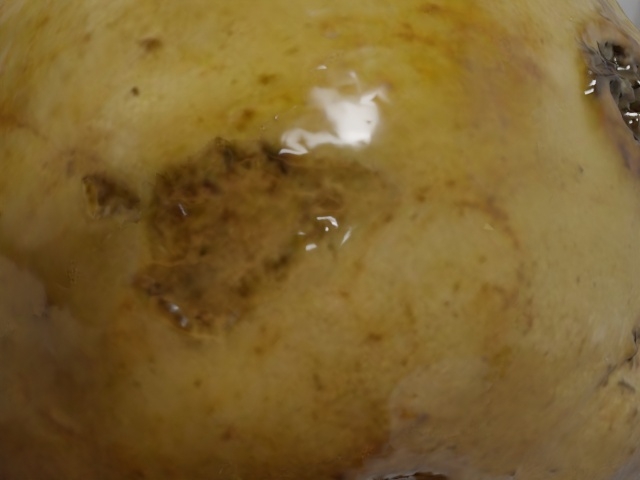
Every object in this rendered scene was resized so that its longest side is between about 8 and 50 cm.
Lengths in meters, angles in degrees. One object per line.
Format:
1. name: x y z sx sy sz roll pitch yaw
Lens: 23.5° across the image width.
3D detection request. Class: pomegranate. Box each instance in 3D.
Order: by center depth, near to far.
1. pomegranate: 0.000 0.000 0.497 0.260 0.260 0.260 180 -90 -88
